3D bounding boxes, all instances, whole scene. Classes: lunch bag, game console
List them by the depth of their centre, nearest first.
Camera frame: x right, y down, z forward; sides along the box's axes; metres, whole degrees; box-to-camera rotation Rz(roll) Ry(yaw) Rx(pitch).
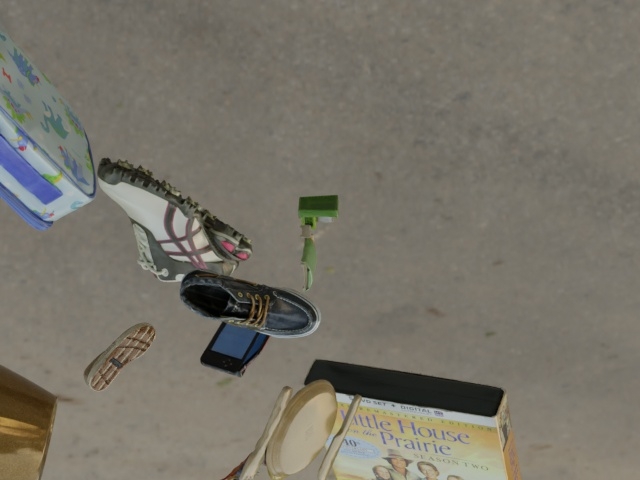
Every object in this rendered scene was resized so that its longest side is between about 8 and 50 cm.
[{"bbox_3d":[-0.331,-0.125,1.141,0.090,0.176,0.219,-31,136,7],"label":"lunch bag"},{"bbox_3d":[-0.134,0.161,1.922,0.124,0.144,0.085,15,136,16],"label":"game console"}]

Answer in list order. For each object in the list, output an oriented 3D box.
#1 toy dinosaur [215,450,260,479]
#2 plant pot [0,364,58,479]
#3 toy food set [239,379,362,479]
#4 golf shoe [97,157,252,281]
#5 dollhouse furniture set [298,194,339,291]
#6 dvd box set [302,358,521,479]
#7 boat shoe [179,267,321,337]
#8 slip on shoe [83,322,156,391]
[{"bbox_3d":[-0.157,0.462,2.206,0.090,0.082,0.047,22,151,-18],"label":"toy dinosaur"},{"bbox_3d":[-0.464,0.226,1.344,0.254,0.237,0.237,11,145,-9],"label":"plant pot"},{"bbox_3d":[-0.030,0.217,1.252,0.038,0.132,0.192,26,-179,30],"label":"toy food set"},{"bbox_3d":[-0.201,-0.009,1.423,0.120,0.105,0.273,-54,135,-2],"label":"golf shoe"},{"bbox_3d":[0.000,0.000,1.623,0.058,0.076,0.152,0,129,3],"label":"dollhouse furniture set"},{"bbox_3d":[0.163,0.361,1.706,0.307,0.062,0.420,6,136,24],"label":"dvd box set"},{"bbox_3d":[-0.088,0.085,1.342,0.183,0.065,0.083,15,-174,-4],"label":"boat shoe"},{"bbox_3d":[-0.319,0.178,1.714,0.135,0.041,0.051,-49,128,-9],"label":"slip on shoe"}]
